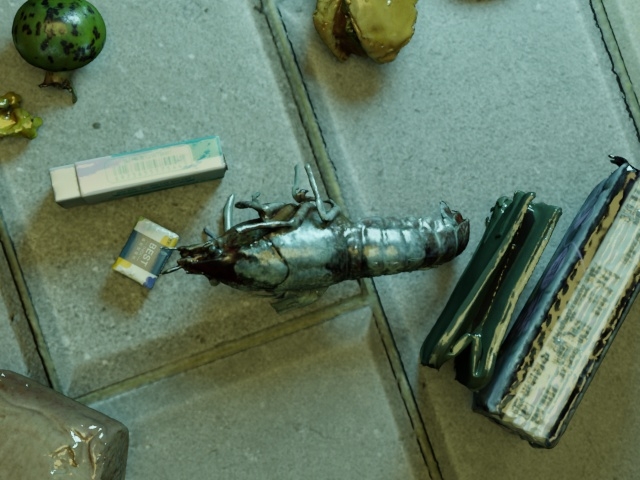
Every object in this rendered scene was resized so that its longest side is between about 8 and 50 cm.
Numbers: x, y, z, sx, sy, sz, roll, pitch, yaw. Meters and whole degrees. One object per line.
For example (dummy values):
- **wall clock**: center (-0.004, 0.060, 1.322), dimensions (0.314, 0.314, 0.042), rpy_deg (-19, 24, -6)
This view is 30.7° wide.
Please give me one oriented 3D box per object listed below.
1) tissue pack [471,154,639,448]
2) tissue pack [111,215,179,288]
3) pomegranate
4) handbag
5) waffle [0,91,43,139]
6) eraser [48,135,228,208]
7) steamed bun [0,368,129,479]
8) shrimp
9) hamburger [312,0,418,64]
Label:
- **tissue pack**: center (0.326, 0.090, 1.506), dimensions (0.122, 0.259, 0.361), rpy_deg (29, 84, 8)
- **tissue pack**: center (-0.235, 0.017, 1.563), dimensions (0.062, 0.042, 0.083), rpy_deg (29, 84, -1)
- **pomegranate**: center (-0.346, -0.256, 1.541), dimensions (0.122, 0.122, 0.161), rpy_deg (2, 116, -5)
- **handbag**: center (0.217, 0.061, 1.500), dimensions (0.079, 0.247, 0.260), rpy_deg (26, 86, 3)
- **waffle**: center (-0.535, -0.107, 1.531), dimensions (0.260, 0.069, 0.292), rpy_deg (24, 84, -5)
- **eraser**: center (-0.238, -0.090, 1.542), dimensions (0.225, 0.095, 0.052), rpy_deg (-12, 88, -6)
- **steamed bun**: center (-0.373, 0.335, 1.466), dimensions (0.252, 0.199, 0.301), rpy_deg (17, 77, 13)
- **shrimp**: center (-0.003, 0.002, 1.534), dimensions (0.411, 0.166, 0.221), rpy_deg (1, 114, 0)
- **hamburger**: center (0.071, -0.375, 1.556), dimensions (0.124, 0.131, 0.261), rpy_deg (9, 84, 33)
